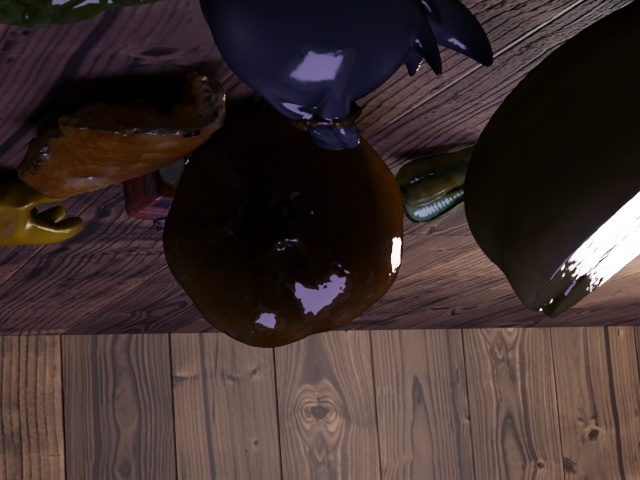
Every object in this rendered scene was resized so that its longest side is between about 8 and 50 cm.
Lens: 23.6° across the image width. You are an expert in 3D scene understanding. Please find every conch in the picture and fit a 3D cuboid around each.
[{"bbox_3d":[0.160,-0.082,1.949,0.170,0.079,0.106,-28,165,28],"label":"conch"}]

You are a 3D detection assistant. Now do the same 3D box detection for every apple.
[{"bbox_3d":[0.314,-0.075,1.414,0.360,0.320,0.311,-42,121,6],"label":"apple"}]

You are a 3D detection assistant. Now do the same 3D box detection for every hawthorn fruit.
[{"bbox_3d":[-0.029,-0.012,1.738,0.268,0.267,0.301,-6,178,10],"label":"hawthorn fruit"}]

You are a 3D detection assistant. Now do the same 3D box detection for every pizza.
[{"bbox_3d":[-0.222,-0.110,1.636,0.182,0.074,0.365,1,169,-32],"label":"pizza"}]

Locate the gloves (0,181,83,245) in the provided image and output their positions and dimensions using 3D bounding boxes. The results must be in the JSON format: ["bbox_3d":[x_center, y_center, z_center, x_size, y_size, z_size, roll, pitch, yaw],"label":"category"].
[{"bbox_3d":[-0.412,-0.038,1.944,0.133,0.116,0.294,21,-173,17],"label":"gloves"}]

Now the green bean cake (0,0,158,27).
[{"bbox_3d":[-0.162,-0.220,0.941,0.248,0.125,0.222,-9,168,24],"label":"green bean cake"}]

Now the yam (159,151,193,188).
[{"bbox_3d":[-0.095,-0.075,1.905,0.061,0.061,0.253,-14,164,42],"label":"yam"}]

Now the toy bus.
[{"bbox_3d":[-0.145,-0.054,1.975,0.235,0.073,0.096,6,159,-42],"label":"toy bus"}]

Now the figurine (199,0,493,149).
[{"bbox_3d":[0.010,-0.175,1.165,0.175,0.197,0.265,-35,153,20],"label":"figurine"}]
